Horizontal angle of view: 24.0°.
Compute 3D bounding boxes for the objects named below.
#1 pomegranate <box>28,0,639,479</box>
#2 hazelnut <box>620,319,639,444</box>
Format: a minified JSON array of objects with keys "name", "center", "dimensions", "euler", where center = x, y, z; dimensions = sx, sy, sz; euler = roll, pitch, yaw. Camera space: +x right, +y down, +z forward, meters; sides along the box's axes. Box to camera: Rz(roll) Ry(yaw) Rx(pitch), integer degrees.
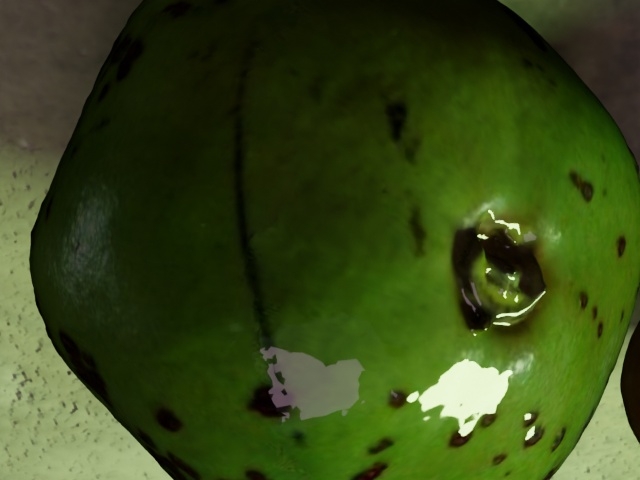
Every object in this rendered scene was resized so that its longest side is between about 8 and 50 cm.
[{"name":"pomegranate","center":[0.000,0.000,0.627],"dimensions":[0.254,0.270,0.254],"euler":[-8,106,-27]},{"name":"hazelnut","center":[0.258,0.079,0.687],"dimensions":[0.234,0.218,0.218],"euler":[18,129,-12]}]
